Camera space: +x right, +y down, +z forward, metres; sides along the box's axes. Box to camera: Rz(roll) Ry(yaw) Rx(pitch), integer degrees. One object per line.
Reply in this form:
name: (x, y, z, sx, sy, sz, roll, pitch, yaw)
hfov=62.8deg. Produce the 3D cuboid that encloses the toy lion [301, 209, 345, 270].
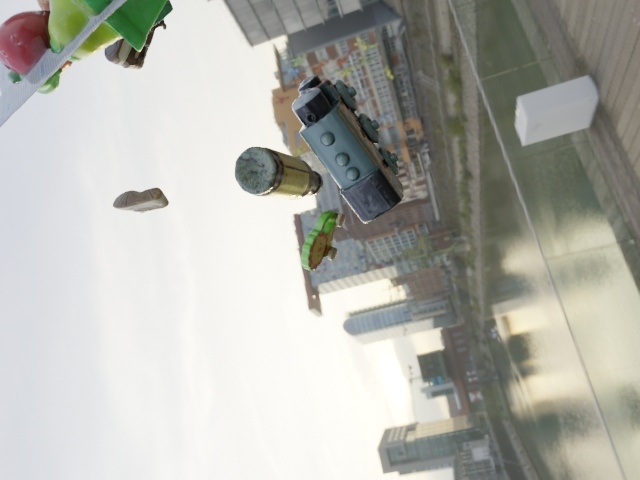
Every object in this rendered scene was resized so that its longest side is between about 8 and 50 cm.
toy lion: (0.000, 0.000, 0.886, 0.096, 0.034, 0.100, -10, -64, -63)

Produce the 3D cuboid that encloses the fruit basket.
fruit basket: (-0.395, -0.331, 0.822, 0.165, 0.353, 0.327, 34, -166, -43)

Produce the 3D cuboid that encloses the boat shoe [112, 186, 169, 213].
boat shoe: (-0.482, -0.099, 1.410, 0.059, 0.170, 0.062, 54, -138, -48)

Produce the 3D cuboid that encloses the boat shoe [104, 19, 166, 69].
boat shoe: (-0.390, -0.505, 1.170, 0.095, 0.257, 0.095, 13, -157, -49)

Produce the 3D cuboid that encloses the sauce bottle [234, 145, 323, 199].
sauce bottle: (-0.082, -0.150, 1.264, 0.344, 0.112, 0.111, 1, -106, -70)

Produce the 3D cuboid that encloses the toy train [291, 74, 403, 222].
toy train: (0.061, -0.194, 1.115, 0.333, 0.142, 0.190, 53, -158, -19)
